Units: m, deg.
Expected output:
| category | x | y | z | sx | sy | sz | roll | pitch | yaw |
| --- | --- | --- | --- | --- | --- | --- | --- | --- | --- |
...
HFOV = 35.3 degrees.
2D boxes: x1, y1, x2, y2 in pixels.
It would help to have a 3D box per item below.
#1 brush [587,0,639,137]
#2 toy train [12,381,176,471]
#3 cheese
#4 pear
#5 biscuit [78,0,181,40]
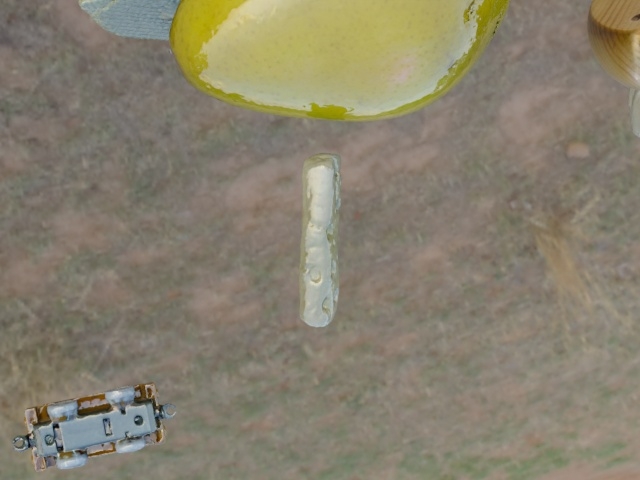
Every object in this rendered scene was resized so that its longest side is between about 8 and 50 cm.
| category | x | y | z | sx | sy | sz | roll | pitch | yaw |
| --- | --- | --- | --- | --- | --- | --- | --- | --- | --- |
| brush | 0.375 | -0.192 | 1.063 | 0.174 | 0.166 | 0.266 | -8 | -156 | 37 |
| toy train | -0.308 | 0.251 | 1.378 | 0.219 | 0.089 | 0.127 | -11 | -179 | -12 |
| cheese | 0.000 | 0.000 | 1.110 | 0.043 | 0.194 | 0.065 | 5 | -167 | 8 |
| pear | 0.018 | -0.251 | 0.991 | 0.336 | 0.285 | 0.285 | -4 | 149 | -16 |
| biscuit | -0.143 | -0.292 | 1.180 | 0.252 | 0.052 | 0.150 | -14 | 165 | 11 |
